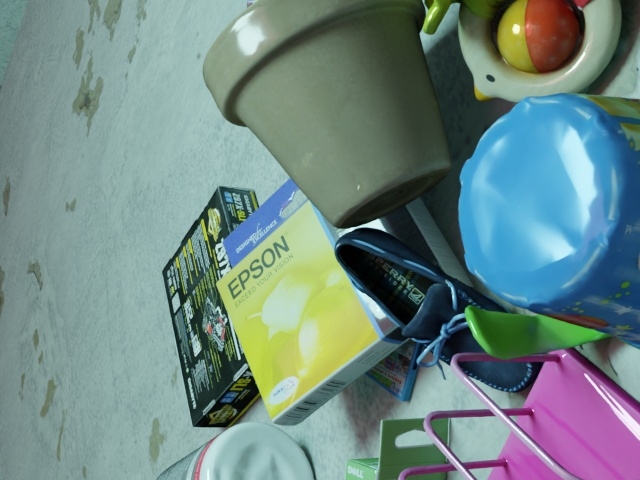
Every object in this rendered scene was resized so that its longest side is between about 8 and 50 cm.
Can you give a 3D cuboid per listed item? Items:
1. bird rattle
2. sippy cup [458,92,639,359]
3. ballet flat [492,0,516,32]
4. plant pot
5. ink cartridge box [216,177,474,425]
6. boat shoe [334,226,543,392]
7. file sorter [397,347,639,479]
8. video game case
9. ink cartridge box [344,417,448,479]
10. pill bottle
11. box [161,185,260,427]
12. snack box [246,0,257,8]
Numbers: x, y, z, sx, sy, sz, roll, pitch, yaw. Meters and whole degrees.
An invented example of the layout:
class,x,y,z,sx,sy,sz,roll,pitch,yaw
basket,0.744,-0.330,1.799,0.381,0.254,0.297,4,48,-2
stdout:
class,x,y,z,sx,sy,sz,roll,pitch,yaw
bird rattle,0.226,-0.245,0.886,0.253,0.143,0.207,-6,108,19
sippy cup,0.244,-0.021,0.722,0.240,0.224,0.305,23,102,54
ballet flat,0.233,-0.349,0.954,0.058,0.084,0.250,21,103,13
plant pot,0.033,-0.145,0.982,0.263,0.263,0.229,-39,75,47
ink cartridge box,0.001,0.026,1.124,0.303,0.072,0.307,-42,59,24
boat shoe,0.113,0.083,0.940,0.258,0.089,0.109,31,106,20
file sorter,0.177,0.271,0.818,0.202,0.182,0.291,45,122,49
video game case,0.096,0.105,1.120,0.119,0.015,0.166,30,110,54
ink cartridge box,0.086,0.307,1.017,0.062,0.109,0.209,0,85,56
pill bottle,-0.160,0.401,1.312,0.318,0.176,0.176,-40,53,46
box,-0.162,0.112,1.454,0.257,0.079,0.322,-49,47,39
snack box,-0.033,-0.370,1.279,0.037,0.141,0.100,14,97,57
